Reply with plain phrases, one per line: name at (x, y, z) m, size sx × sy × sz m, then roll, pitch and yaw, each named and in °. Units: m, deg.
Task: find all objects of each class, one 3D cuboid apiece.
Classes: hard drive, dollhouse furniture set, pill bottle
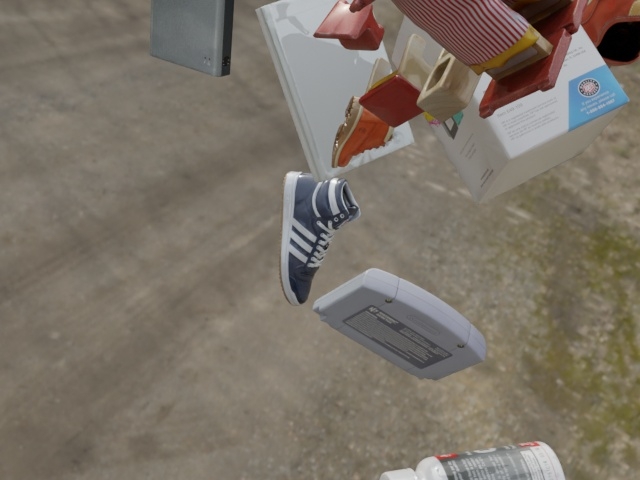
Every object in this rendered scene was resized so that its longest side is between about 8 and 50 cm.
hard drive at (-0.121, -0.231, 0.936) m, size 0.094 × 0.135 × 0.022 m, roll 22°, pitch 29°, yaw 32°
dollhouse furniture set at (0.105, -0.229, 1.136) m, size 0.201 × 0.374 × 0.152 m, roll 34°, pitch 66°, yaw -17°
pill bottle at (0.248, 0.429, 1.639) m, size 0.283 × 0.161 × 0.161 m, roll -5°, pitch 33°, yaw -12°
hard drive at (0.030, -0.280, 1.716) m, size 0.203 × 0.308 × 0.040 m, roll -24°, pitch 12°, yaw -24°

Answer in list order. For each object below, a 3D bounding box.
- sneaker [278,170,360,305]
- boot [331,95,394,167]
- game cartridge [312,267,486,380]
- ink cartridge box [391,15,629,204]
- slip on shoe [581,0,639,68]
sneaker at (0.000, 0.000, 2.059) m, size 0.153 × 0.282 × 0.099 m, roll 3°, pitch 7°, yaw 18°
boot at (0.066, -0.156, 1.548) m, size 0.084 × 0.158 × 0.059 m, roll 15°, pitch 59°, yaw -10°
game cartridge at (0.157, 0.160, 1.868) m, size 0.297 × 0.198 × 0.062 m, roll 33°, pitch 48°, yaw -21°
ink cartridge box at (0.260, -0.234, 1.425) m, size 0.198 × 0.197 × 0.270 m, roll -26°, pitch 77°, yaw -11°
slip on shoe at (0.430, -0.302, 1.493) m, size 0.123 × 0.331 × 0.101 m, roll -6°, pitch 75°, yaw -8°
